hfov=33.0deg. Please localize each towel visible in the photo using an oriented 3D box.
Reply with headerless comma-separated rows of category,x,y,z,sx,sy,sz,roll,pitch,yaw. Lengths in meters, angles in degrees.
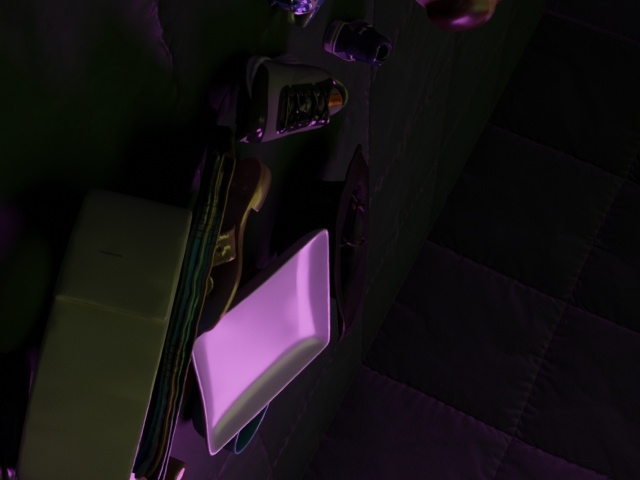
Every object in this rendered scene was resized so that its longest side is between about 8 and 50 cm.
towel,-0.155,0.060,1.234,0.271,0.040,0.370,-118,-139,-76

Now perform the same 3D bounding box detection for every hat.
hat,0.000,0.000,1.799,0.331,0.134,0.331,5,90,-81

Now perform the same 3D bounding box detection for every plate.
plate,-0.089,0.140,1.566,0.277,0.045,0.278,-41,149,-30

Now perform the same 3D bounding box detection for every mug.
mug,-0.147,0.257,1.750,0.129,0.097,0.157,-48,158,-52

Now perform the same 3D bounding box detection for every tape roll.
tape roll,-0.200,0.096,1.014,0.286,0.100,0.286,-166,-90,-82

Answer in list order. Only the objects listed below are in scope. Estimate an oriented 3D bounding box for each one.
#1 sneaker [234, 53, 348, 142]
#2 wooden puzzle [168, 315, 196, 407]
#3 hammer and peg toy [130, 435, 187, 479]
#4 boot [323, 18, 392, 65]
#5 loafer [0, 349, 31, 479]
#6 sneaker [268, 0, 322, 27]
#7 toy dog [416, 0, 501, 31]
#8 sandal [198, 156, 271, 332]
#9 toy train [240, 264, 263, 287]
sneaker,-0.035,-0.179,1.343,0.271,0.108,0.100,-46,147,-67
wooden puzzle,-0.186,0.147,1.515,0.238,0.044,0.221,-57,165,-35
hammer and peg toy,-0.293,0.423,1.328,0.266,0.127,0.361,-29,136,-67
boot,0.072,-0.296,1.659,0.069,0.086,0.190,-70,167,17
loafer,-0.325,0.198,1.018,0.096,0.084,0.267,-99,-158,-49
sneaker,-0.025,-0.309,1.257,0.211,0.080,0.081,28,83,-76
toy dog,0.248,-0.467,1.505,0.395,0.284,0.408,-29,168,-25
sandal,-0.142,-0.008,1.399,0.079,0.088,0.240,33,72,-46
toy train,-0.091,0.153,1.760,0.248,0.105,0.143,84,30,-66
